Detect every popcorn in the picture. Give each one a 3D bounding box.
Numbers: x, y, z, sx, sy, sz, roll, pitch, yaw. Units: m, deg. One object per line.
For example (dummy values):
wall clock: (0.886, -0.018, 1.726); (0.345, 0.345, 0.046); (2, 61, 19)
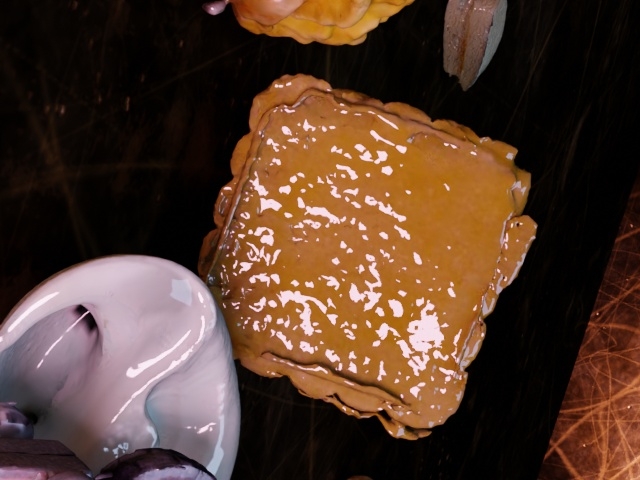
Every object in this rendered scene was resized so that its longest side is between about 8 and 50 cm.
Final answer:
popcorn: (0.025, -0.214, 0.813); (0.194, 0.140, 0.163); (-47, -168, 49)

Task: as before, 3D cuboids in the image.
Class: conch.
conch: (-0.135, 0.104, 0.734); (0.185, 0.121, 0.221); (-13, 117, -49)

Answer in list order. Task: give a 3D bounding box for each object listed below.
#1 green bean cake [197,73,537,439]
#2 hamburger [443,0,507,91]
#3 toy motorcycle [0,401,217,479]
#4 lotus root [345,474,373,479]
green bean cake: (0.026, 0.012, 0.900); (0.131, 0.224, 0.229); (-174, -75, -85)
hamburger: (0.170, -0.230, 1.296); (0.084, 0.054, 0.121); (-54, 155, -46)
toy motorcycle: (-0.186, 0.178, 0.609); (0.307, 0.108, 0.173); (14, 94, -37)
lotus root: (0.043, 0.307, 1.388); (0.072, 0.063, 0.152); (-38, 172, 21)
